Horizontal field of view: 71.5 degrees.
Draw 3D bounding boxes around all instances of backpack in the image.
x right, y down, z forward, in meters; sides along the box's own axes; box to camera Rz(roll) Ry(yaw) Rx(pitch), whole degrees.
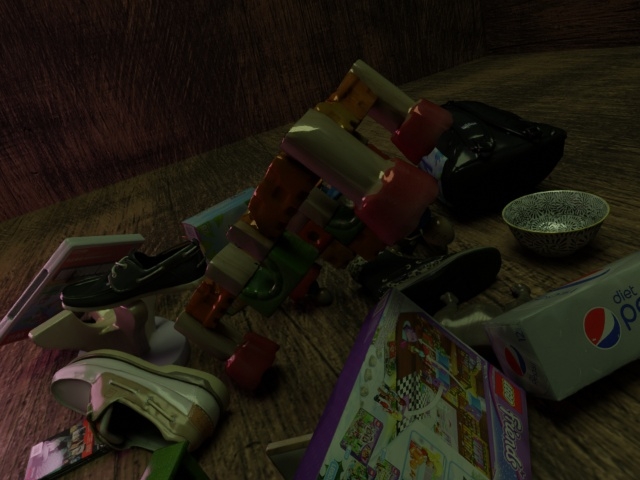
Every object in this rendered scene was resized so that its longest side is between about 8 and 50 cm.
[{"bbox_3d":[0.359,-0.224,1.102,0.290,0.273,0.356,-21,47,-6],"label":"backpack"}]

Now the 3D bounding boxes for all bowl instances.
[{"bbox_3d":[0.423,-0.021,0.806,0.170,0.080,0.170,-13,26,6],"label":"bowl"}]

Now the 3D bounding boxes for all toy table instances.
[{"bbox_3d":[-0.377,0.157,0.825,0.274,0.161,0.252,0,30,29],"label":"toy table"}]

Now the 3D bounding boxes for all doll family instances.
[{"bbox_3d":[0.046,-0.083,1.063,0.118,0.163,0.263,-44,30,18],"label":"doll family"}]

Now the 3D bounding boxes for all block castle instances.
[{"bbox_3d":[0.000,0.000,0.656,0.453,0.212,0.303,-51,6,38],"label":"block castle"}]

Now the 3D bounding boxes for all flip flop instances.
[{"bbox_3d":[0.178,-0.030,0.962,0.080,0.112,0.277,-44,30,1],"label":"flip flop"}]

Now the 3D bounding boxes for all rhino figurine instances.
[{"bbox_3d":[0.192,0.129,0.647,0.243,0.073,0.106,-12,22,13],"label":"rhino figurine"}]

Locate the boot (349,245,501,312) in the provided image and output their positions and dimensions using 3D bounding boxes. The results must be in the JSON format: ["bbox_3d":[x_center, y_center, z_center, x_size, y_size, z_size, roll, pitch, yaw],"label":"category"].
[{"bbox_3d":[0.180,0.048,0.804,0.236,0.085,0.178,-23,24,-12],"label":"boot"}]

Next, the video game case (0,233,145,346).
[{"bbox_3d":[-0.515,0.096,0.921,0.285,0.025,0.204,-46,-9,14],"label":"video game case"}]

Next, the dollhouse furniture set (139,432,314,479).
[{"bbox_3d":[-0.063,0.303,0.308,0.197,0.151,0.302,-20,23,16],"label":"dollhouse furniture set"}]

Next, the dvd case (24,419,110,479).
[{"bbox_3d":[-0.379,0.315,0.674,0.119,0.013,0.087,-23,26,-17],"label":"dvd case"}]

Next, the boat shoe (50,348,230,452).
[{"bbox_3d":[-0.290,0.239,0.653,0.302,0.113,0.103,-2,27,20],"label":"boat shoe"}]

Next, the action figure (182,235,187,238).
[{"bbox_3d":[-0.244,-0.055,1.157,0.091,0.139,0.280,-38,22,54],"label":"action figure"}]

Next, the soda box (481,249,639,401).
[{"bbox_3d":[0.357,0.091,0.554,0.286,0.098,0.091,-21,-9,-13],"label":"soda box"}]

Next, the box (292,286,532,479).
[{"bbox_3d":[0.101,0.191,0.413,0.057,0.201,0.293,-52,-2,32],"label":"box"}]

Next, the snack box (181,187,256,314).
[{"bbox_3d":[-0.165,0.020,0.922,0.174,0.207,0.070,-33,30,-33],"label":"snack box"}]

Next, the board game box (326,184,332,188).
[{"bbox_3d":[-0.057,-0.096,1.225,0.281,0.027,0.145,-29,6,-14],"label":"board game box"}]

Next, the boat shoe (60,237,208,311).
[{"bbox_3d":[-0.304,0.054,0.724,0.232,0.079,0.084,-14,28,-9],"label":"boat shoe"}]
